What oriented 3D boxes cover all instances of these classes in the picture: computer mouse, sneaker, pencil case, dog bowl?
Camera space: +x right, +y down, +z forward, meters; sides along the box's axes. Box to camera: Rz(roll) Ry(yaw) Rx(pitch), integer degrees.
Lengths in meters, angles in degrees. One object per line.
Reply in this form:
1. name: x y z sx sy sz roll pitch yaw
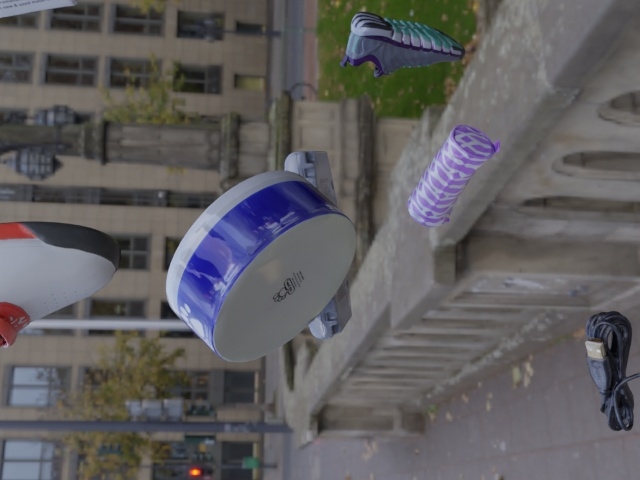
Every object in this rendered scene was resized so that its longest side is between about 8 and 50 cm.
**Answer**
1. computer mouse: 0.300 0.076 0.640 0.042 0.193 0.106 -82 -30 -66
2. sneaker: -0.249 0.078 0.498 0.090 0.270 0.145 111 149 -63
3. pencil case: 0.226 -0.107 1.457 0.206 0.088 0.086 117 169 -49
4. sneaker: 0.141 -0.326 1.452 0.083 0.224 0.098 -114 39 -49
5. dog bowl: -0.078 0.039 1.166 0.104 0.265 0.265 41 143 28

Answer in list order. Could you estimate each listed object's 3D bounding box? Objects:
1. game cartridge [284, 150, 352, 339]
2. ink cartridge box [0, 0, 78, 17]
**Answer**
1. game cartridge: 0.000 0.000 1.390 0.198 0.062 0.297 -42 -56 -83
2. ink cartridge box: -0.379 -0.445 0.950 0.306 0.131 0.226 71 -165 -52
